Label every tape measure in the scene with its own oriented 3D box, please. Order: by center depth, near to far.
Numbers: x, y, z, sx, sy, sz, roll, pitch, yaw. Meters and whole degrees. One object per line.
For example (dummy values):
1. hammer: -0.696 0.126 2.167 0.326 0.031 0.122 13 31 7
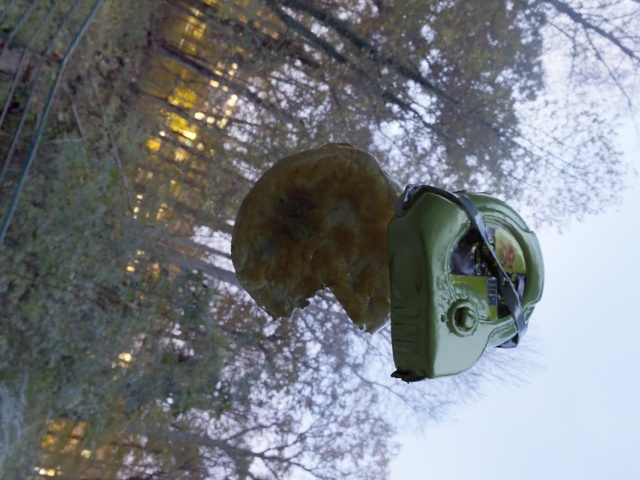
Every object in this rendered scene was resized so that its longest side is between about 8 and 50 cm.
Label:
1. tape measure: 0.147 0.036 0.560 0.106 0.175 0.200 158 -72 -68

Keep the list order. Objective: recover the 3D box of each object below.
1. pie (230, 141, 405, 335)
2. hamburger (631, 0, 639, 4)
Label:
1. pie: 0.000 0.000 0.854 0.338 0.337 0.075 -62 165 19
2. hamburger: 0.496 -0.403 0.747 0.175 0.175 0.137 -93 -167 -48
